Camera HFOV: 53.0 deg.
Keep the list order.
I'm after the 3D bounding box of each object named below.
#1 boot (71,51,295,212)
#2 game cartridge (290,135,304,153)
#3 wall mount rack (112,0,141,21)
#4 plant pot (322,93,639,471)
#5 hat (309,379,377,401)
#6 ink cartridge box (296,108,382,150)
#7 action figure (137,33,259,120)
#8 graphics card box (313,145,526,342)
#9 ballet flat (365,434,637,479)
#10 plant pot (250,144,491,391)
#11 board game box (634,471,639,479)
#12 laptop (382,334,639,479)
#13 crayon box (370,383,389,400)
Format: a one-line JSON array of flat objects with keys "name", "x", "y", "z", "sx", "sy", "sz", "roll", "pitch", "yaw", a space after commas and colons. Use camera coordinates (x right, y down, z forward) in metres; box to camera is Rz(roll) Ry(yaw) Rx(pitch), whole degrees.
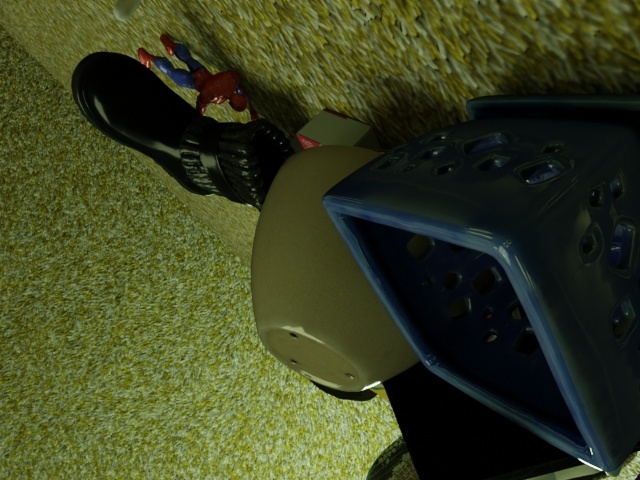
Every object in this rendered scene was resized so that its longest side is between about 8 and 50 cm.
[{"name": "boot", "x": -0.200, "y": -0.171, "z": 1.024, "sx": 0.260, "sy": 0.131, "sz": 0.348, "roll": 18, "pitch": 166, "yaw": 47}, {"name": "game cartridge", "x": 0.041, "y": -0.061, "z": 1.133, "sx": 0.294, "sy": 0.060, "sz": 0.196, "roll": 46, "pitch": 170, "yaw": -9}, {"name": "wall mount rack", "x": -0.241, "y": -0.393, "z": 0.679, "sx": 0.350, "sy": 0.131, "sz": 0.304, "roll": 55, "pitch": -179, "yaw": -38}, {"name": "plant pot", "x": 0.180, "y": 0.005, "z": 0.538, "sx": 0.236, "sy": 0.212, "sz": 0.235, "roll": 21, "pitch": 147, "yaw": 59}, {"name": "hat", "x": 0.083, "y": 0.240, "z": 1.646, "sx": 0.331, "sy": 0.331, "sz": 0.134, "roll": 44, "pitch": 126, "yaw": 0}, {"name": "ink cartridge box", "x": 0.046, "y": -0.108, "z": 0.947, "sx": 0.109, "sy": 0.063, "sz": 0.150, "roll": 31, "pitch": 161, "yaw": 43}, {"name": "action figure", "x": -0.212, "y": -0.269, "z": 1.170, "sx": 0.280, "sy": 0.091, "sz": 0.139, "roll": 35, "pitch": 157, "yaw": 38}, {"name": "graphics card box", "x": 0.138, "y": 0.030, "z": 0.899, "sx": 0.233, "sy": 0.094, "sz": 0.371, "roll": 8, "pitch": 147, "yaw": 35}, {"name": "ballet flat", "x": 0.289, "y": 0.302, "z": 0.889, "sx": 0.483, "sy": 0.163, "sz": 0.182, "roll": 2, "pitch": 172, "yaw": -38}, {"name": "plant pot", "x": 0.031, "y": 0.058, "z": 0.738, "sx": 0.284, "sy": 0.190, "sz": 0.284, "roll": 22, "pitch": 150, "yaw": 13}, {"name": "board game box", "x": 0.481, "y": 0.443, "z": 0.873, "sx": 0.142, "sy": 0.275, "sz": 0.144, "roll": 47, "pitch": 166, "yaw": -13}, {"name": "laptop", "x": 0.305, "y": 0.245, "z": 0.695, "sx": 0.382, "sy": 0.408, "sz": 0.236, "roll": -102, "pitch": -2, "yaw": -88}, {"name": "crayon box", "x": 0.090, "y": 0.167, "z": 0.990, "sx": 0.279, "sy": 0.081, "sz": 0.165, "roll": 33, "pitch": 154, "yaw": -11}]
